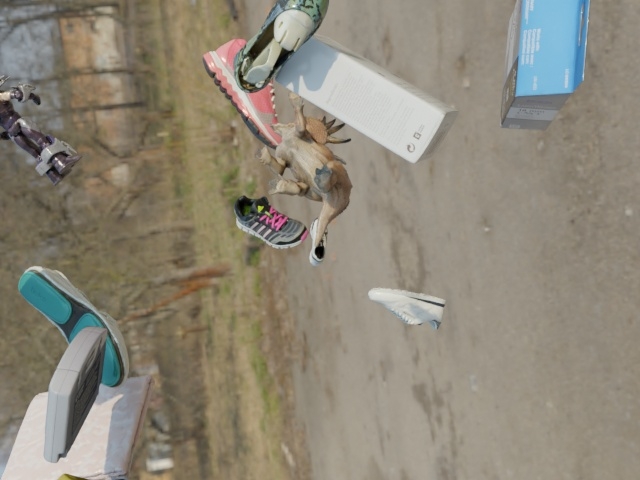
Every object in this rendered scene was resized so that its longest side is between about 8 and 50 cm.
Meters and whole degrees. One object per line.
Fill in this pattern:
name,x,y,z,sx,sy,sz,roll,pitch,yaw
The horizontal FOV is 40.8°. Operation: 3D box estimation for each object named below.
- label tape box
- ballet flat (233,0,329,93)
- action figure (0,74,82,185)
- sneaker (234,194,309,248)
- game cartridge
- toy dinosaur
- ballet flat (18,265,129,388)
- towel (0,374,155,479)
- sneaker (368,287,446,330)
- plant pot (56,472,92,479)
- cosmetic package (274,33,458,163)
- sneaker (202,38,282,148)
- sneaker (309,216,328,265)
label tape box,0.423,-0.370,1.643,0.334,0.105,0.241,61,-145,-81
ballet flat,-0.051,-0.254,1.105,0.188,0.070,0.070,-43,50,43
action figure,-0.671,-0.250,1.921,0.185,0.285,0.099,-37,13,37
sneaker,-0.099,-0.039,1.593,0.170,0.063,0.075,21,149,35
game cartridge,-0.526,0.313,1.855,0.297,0.062,0.198,-86,3,-70
toy dinosaur,-0.005,-0.129,1.494,0.200,0.127,0.296,20,-139,-59
ballet flat,-0.590,0.203,2.164,0.400,0.139,0.139,42,153,17
towel,-0.590,0.474,2.111,0.317,0.331,0.053,-87,-16,-53
sneaker,0.241,0.188,2.407,0.090,0.235,0.095,-161,85,-75
plant pot,-0.431,0.554,1.588,0.212,0.212,0.187,13,77,48
cosmetic package,0.066,-0.199,1.188,0.086,0.231,0.117,-60,-11,17
sneaker,-0.153,-0.363,2.134,0.314,0.136,0.116,53,176,-10
sneaker,0.000,0.000,1.875,0.044,0.040,0.109,134,139,-70
